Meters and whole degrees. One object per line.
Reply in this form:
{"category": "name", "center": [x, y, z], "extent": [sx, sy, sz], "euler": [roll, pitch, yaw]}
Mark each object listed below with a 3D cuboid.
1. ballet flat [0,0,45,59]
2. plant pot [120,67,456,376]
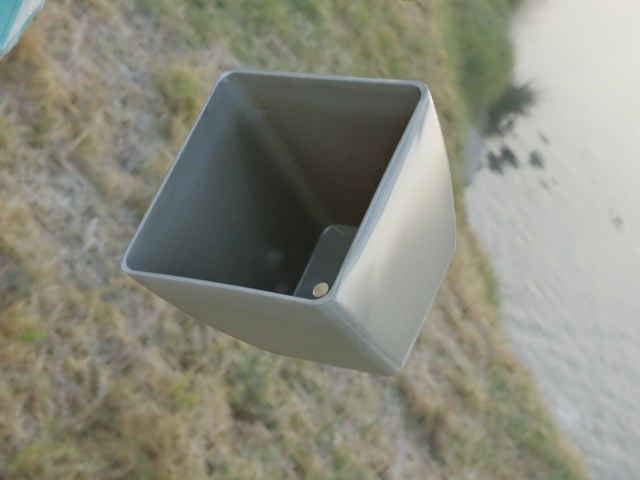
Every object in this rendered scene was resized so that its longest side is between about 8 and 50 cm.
{"category": "ballet flat", "center": [-0.180, -0.171, 0.755], "extent": [0.147, 0.409, 0.147], "euler": [30, -12, 7]}
{"category": "plant pot", "center": [0.000, 0.000, 0.687], "extent": [0.096, 0.109, 0.109], "euler": [52, 55, -46]}
